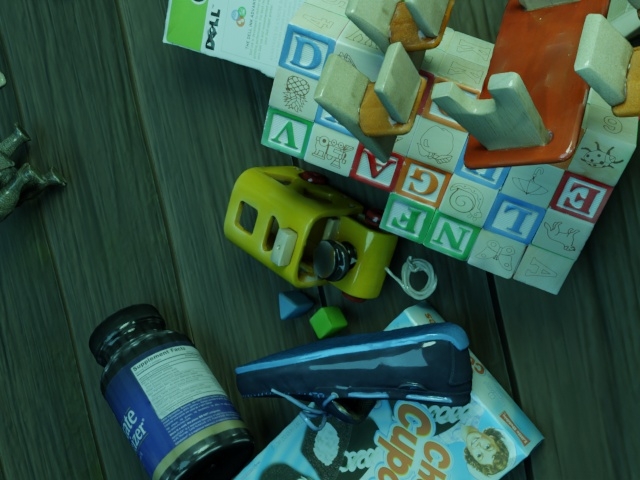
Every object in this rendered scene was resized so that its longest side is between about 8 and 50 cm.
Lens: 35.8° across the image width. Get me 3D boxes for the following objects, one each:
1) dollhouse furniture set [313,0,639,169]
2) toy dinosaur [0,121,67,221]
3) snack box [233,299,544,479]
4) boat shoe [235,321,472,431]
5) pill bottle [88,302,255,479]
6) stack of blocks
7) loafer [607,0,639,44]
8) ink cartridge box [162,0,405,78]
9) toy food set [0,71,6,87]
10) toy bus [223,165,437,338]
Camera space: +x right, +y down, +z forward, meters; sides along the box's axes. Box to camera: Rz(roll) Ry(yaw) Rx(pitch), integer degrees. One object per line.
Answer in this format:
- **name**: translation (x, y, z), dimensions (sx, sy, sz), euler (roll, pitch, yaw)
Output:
- **dollhouse furniture set**: translation (0.164, -0.163, 0.697), dimensions (0.262, 0.135, 0.259), euler (0, 62, 40)
- **toy dinosaur**: translation (-0.417, -0.055, 1.209), dimensions (0.160, 0.313, 0.121), euler (-38, 107, 9)
- **snack box**: translation (0.062, 0.237, 1.064), dimensions (0.187, 0.060, 0.322), euler (49, 120, 14)
- **boat shoe**: translation (0.024, 0.143, 0.975), dimensions (0.258, 0.109, 0.089), euler (-11, 93, 37)
- **pill bottle**: translation (-0.179, 0.184, 1.152), dimensions (0.219, 0.123, 0.123), euler (52, 121, 27)
- **stack of blocks**: translation (0.105, -0.088, 0.873), dimensions (0.297, 0.087, 0.171), euler (21, 131, 5)
- **loafer**: translation (0.282, -0.228, 0.812), dimensions (0.268, 0.102, 0.092), euler (-28, 91, 33)
- **ink cartridge box**: translation (-0.020, -0.260, 0.990), dimensions (0.255, 0.097, 0.188), euler (21, 111, 27)
- **toy food set**: translation (-0.499, -0.267, 1.307), dimensions (0.132, 0.038, 0.192), euler (-26, 86, 32)
- **toy bus**: translation (-0.009, 0.000, 1.019), dimensions (0.202, 0.104, 0.191), euler (-28, 76, 42)
